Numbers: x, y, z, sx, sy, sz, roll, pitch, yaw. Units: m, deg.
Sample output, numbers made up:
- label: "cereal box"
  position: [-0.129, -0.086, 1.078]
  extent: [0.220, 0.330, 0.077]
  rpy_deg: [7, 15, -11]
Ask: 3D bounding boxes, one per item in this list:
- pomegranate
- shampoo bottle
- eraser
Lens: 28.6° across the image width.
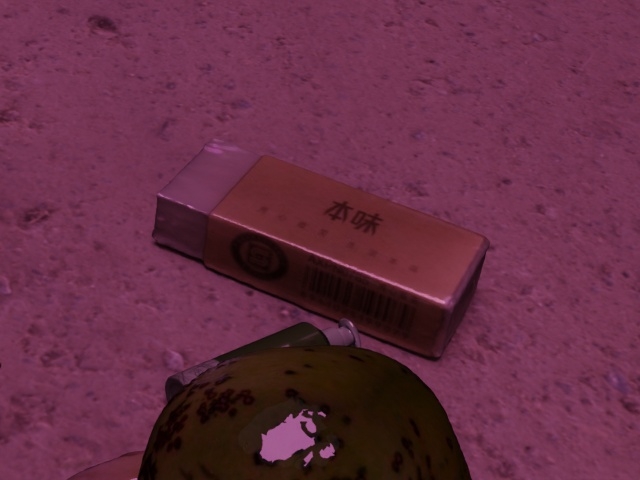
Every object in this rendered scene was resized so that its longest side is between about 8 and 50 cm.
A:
- label: "pomegranate"
  position: [-0.057, 0.217, 0.983]
  extent: [0.340, 0.285, 0.285]
  rpy_deg: [-7, 32, 28]
- label: "shampoo bottle"
  position: [-0.047, 0.125, 1.215]
  extent: [0.204, 0.065, 0.065]
  rpy_deg: [-20, 49, -32]
- label: "eraser"
  position: [0.000, 0.000, 1.359]
  extent: [0.343, 0.078, 0.144]
  rpy_deg: [21, 39, 13]
